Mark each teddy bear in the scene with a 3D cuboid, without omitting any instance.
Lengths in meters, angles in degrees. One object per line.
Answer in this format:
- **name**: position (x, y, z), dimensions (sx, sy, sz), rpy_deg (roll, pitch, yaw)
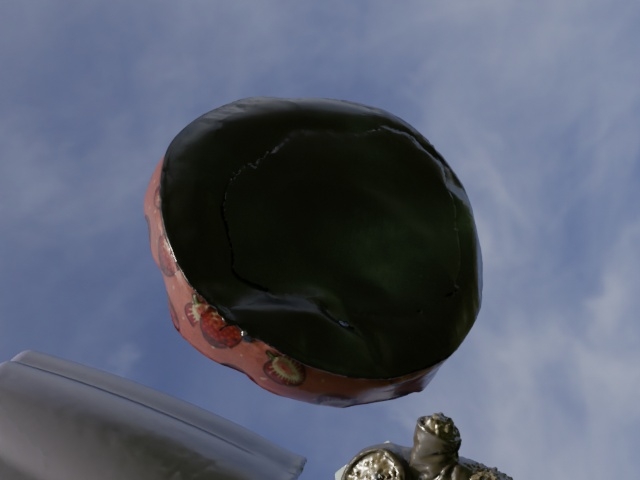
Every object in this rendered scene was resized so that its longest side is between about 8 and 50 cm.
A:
- **teddy bear**: position (0.093, 0.174, 0.848), dimensions (0.078, 0.160, 0.119), rpy_deg (-23, -54, -51)

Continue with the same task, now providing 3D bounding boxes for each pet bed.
- **pet bed**: position (0.000, 0.000, 0.700), dimensions (0.201, 0.053, 0.201), rpy_deg (14, -131, -16)

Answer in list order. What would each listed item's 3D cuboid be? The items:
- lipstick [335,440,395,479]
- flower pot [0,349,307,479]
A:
- **lipstick**: position (0.081, 0.354, 1.192), dimensions (0.076, 0.080, 0.371), rpy_deg (42, -157, -32)
- **flower pot**: position (-0.173, 0.214, 0.984), dimensions (0.243, 0.265, 0.265), rpy_deg (34, -117, 3)
